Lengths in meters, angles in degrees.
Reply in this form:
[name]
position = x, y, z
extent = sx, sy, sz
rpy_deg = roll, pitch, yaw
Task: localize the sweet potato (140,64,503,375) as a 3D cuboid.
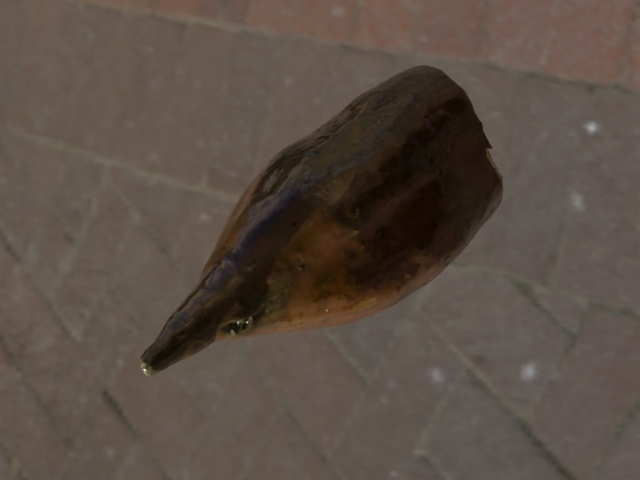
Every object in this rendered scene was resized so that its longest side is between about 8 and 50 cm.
[sweet potato]
position = 0.000, 0.000, 0.417
extent = 0.049, 0.117, 0.049
rpy_deg = 31, 140, 30
